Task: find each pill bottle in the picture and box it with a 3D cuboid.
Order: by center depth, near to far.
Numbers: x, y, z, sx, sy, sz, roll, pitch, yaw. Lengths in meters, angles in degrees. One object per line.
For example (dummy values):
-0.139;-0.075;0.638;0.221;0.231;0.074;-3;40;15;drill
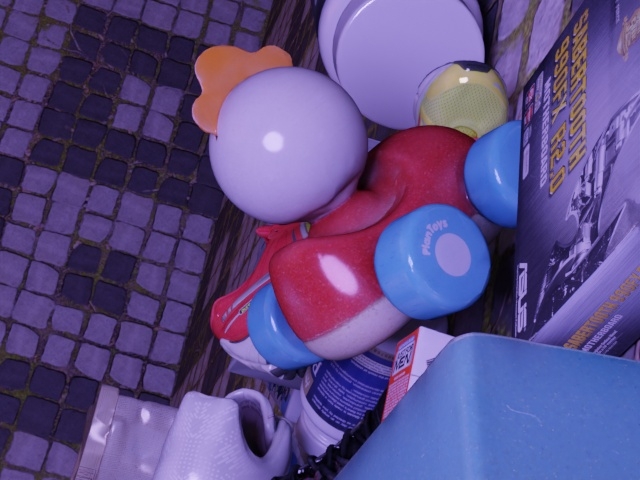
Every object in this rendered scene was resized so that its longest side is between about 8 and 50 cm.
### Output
0.037;0.117;1.105;0.094;0.094;0.169;-87;17;-53;pill bottle
0.074;-0.220;1.272;0.283;0.161;0.161;-98;26;-67;pill bottle

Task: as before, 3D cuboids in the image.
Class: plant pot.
0.101;0.186;0.486;0.165;0.166;0.234;120;157;-52;plant pot

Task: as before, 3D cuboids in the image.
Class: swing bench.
-0.140;0.271;1.358;0.255;0.253;0.165;140;146;-73;swing bench

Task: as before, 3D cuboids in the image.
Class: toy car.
0.010;-0.057;0.921;0.210;0.238;0.219;-43;9;-34;toy car

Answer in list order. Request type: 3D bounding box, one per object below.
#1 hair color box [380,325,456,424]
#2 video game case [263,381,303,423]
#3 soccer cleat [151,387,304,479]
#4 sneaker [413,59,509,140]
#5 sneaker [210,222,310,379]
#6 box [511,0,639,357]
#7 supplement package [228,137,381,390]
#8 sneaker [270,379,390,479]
0.083;0.150;0.817;0.053;0.093;0.167;133;153;-67;hair color box
0.000;0.044;1.600;0.300;0.036;0.329;-151;79;-80;video game case
-0.046;0.208;1.105;0.331;0.116;0.143;44;-127;-69;soccer cleat
0.110;-0.054;1.067;0.094;0.081;0.208;-85;4;-49;sneaker
0.000;0.000;1.187;0.279;0.118;0.107;-47;-38;-25;sneaker
0.178;-0.058;0.750;0.183;0.056;0.231;119;164;-52;box
0.006;0.024;1.312;0.139;0.134;0.244;130;155;-68;supplement package
0.026;0.191;0.941;0.097;0.135;0.276;-98;28;-71;sneaker
